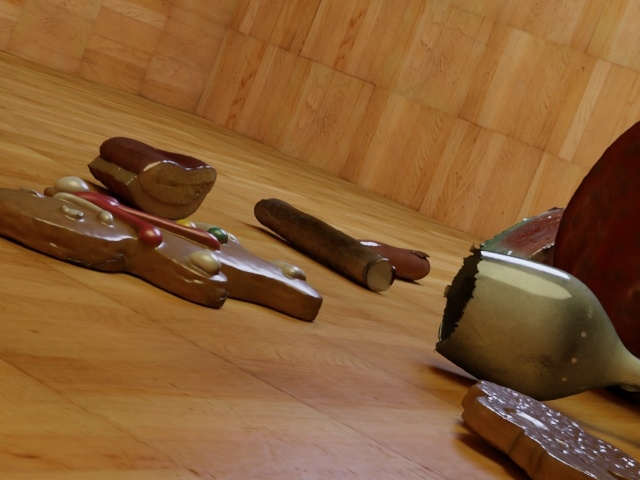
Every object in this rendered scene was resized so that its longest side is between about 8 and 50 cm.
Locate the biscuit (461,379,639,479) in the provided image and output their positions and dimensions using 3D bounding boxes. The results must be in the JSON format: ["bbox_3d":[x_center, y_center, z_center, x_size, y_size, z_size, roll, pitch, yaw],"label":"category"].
[{"bbox_3d":[0.174,0.152,1.092,0.144,0.040,0.236,27,1,-23],"label":"biscuit"}]

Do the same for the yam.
[{"bbox_3d":[0.000,0.000,1.862,0.046,0.046,0.264,18,8,-38],"label":"yam"}]

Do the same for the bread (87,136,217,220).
[{"bbox_3d":[-0.176,-0.064,1.663,0.119,0.067,0.192,12,7,-20],"label":"bread"}]

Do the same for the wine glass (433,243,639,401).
[{"bbox_3d":[0.228,0.097,1.389,0.241,0.126,0.126,24,5,-5],"label":"wine glass"}]

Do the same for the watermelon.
[{"bbox_3d":[0.319,0.025,1.994,0.232,0.193,0.310,0,-5,10],"label":"watermelon"}]

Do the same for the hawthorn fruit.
[{"bbox_3d":[0.460,0.005,1.733,0.403,0.402,0.403,22,5,-2],"label":"hawthorn fruit"}]

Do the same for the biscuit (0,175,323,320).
[{"bbox_3d":[-0.142,-0.001,1.297,0.216,0.047,0.340,25,6,41],"label":"biscuit"}]

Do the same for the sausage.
[{"bbox_3d":[0.087,0.024,2.005,0.047,0.040,0.177,27,9,36],"label":"sausage"}]
